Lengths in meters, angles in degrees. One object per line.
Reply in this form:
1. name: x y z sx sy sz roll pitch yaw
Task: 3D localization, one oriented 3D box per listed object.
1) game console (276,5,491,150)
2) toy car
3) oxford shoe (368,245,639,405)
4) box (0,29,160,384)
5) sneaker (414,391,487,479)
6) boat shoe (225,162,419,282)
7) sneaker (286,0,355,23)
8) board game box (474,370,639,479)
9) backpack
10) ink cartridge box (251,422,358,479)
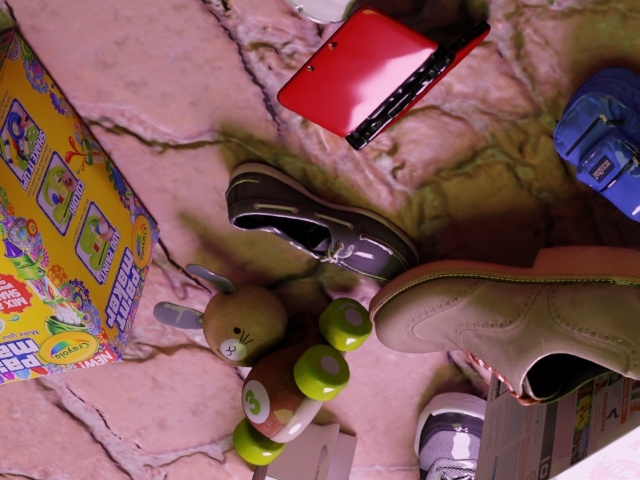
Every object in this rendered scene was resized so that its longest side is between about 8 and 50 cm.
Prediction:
1. game console: 0.055 -0.152 1.690 0.085 0.124 0.144 49 132 1
2. toy car: -0.073 0.100 1.958 0.188 0.149 0.155 35 131 -6
3. oxford shoe: 0.168 0.087 1.823 0.123 0.130 0.348 16 162 -37
4. box: -0.355 -0.013 1.869 0.290 0.177 0.279 -13 132 25
5. sneaker: 0.141 0.289 2.082 0.101 0.153 0.269 7 137 6
6. boat shoe: 0.000 0.000 1.876 0.206 0.065 0.075 27 133 -17
7. sneaker: -0.046 -0.303 1.561 0.129 0.111 0.297 -37 126 26
8. board game box: 0.279 0.146 1.847 0.097 0.224 0.303 32 134 -19
9. backpack: 0.263 -0.086 1.690 0.120 0.101 0.098 40 129 1
10. ink cartridge box: -0.023 0.263 2.140 0.089 0.092 0.143 18 136 -5
